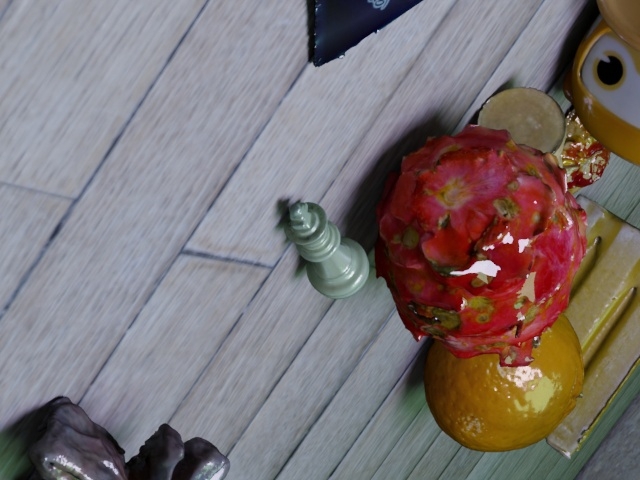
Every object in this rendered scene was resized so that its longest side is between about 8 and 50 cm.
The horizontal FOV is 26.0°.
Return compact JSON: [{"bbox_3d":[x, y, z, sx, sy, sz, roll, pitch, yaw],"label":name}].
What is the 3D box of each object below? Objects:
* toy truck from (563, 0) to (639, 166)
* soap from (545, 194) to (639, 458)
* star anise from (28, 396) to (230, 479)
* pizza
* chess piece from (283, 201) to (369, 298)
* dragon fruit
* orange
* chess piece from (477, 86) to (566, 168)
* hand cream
[{"bbox_3d":[0.394,-0.217,1.459,0.288,0.204,0.211,-48,155,-8],"label":"toy truck"},{"bbox_3d":[0.357,0.117,1.909,0.315,0.199,0.091,-59,164,11],"label":"soap"},{"bbox_3d":[-0.179,0.209,1.139,0.198,0.110,0.258,-42,154,17],"label":"star anise"},{"bbox_3d":[0.321,-0.121,1.654,0.188,0.062,0.198,-33,150,-43],"label":"pizza"},{"bbox_3d":[0.000,0.000,1.231,0.059,0.059,0.149,-48,152,-9],"label":"chess piece"},{"bbox_3d":[0.156,0.014,1.334,0.205,0.210,0.268,-39,130,-12],"label":"dragon fruit"},{"bbox_3d":[0.232,0.166,1.758,0.219,0.193,0.219,-36,136,-44],"label":"orange"},{"bbox_3d":[0.220,-0.085,1.478,0.090,0.090,0.200,-49,160,-7],"label":"chess piece"},{"bbox_3d":[0.096,-0.237,1.067,0.271,0.061,0.120,-35,157,-19],"label":"hand cream"}]
